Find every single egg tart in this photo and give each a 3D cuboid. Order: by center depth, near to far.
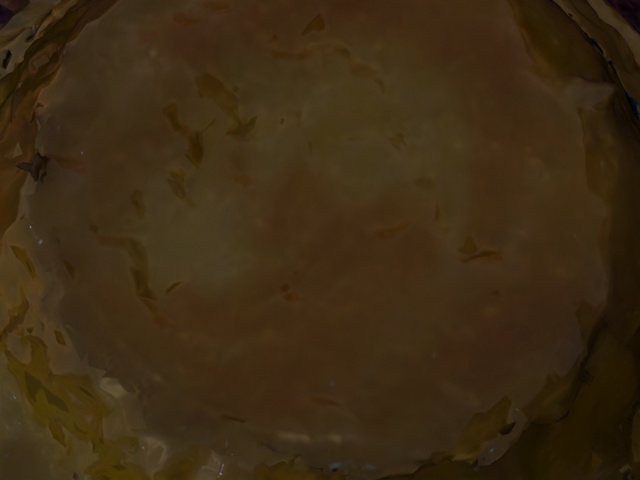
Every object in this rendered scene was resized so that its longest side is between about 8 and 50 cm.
[{"bbox_3d":[0.000,0.000,0.673,0.388,0.169,0.388,2,66,-5],"label":"egg tart"}]

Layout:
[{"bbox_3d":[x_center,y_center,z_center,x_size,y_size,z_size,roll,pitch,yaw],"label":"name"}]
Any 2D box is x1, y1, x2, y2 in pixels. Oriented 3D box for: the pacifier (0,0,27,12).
[{"bbox_3d":[-0.330,-0.214,1.043,0.332,0.220,0.273,33,128,-1],"label":"pacifier"}]
